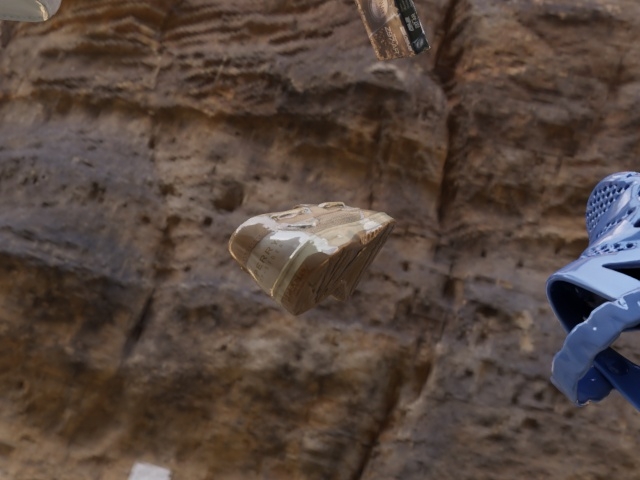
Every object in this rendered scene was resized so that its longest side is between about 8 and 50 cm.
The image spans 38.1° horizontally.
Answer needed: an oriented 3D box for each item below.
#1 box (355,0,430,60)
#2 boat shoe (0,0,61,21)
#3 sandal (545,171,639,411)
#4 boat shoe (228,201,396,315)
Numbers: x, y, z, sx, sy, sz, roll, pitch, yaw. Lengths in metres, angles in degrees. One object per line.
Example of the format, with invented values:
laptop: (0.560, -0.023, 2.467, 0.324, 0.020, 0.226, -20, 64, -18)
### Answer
box: (0.064, -0.215, 0.880, 0.067, 0.018, 0.083, 13, -49, 59)
boat shoe: (-0.375, -0.225, 0.805, 0.302, 0.103, 0.113, 10, -19, 1)
sandal: (0.257, 0.041, 0.786, 0.138, 0.317, 0.126, 7, -55, 2)
boat shoe: (0.000, 0.000, 1.089, 0.110, 0.122, 0.341, 34, 11, 13)
